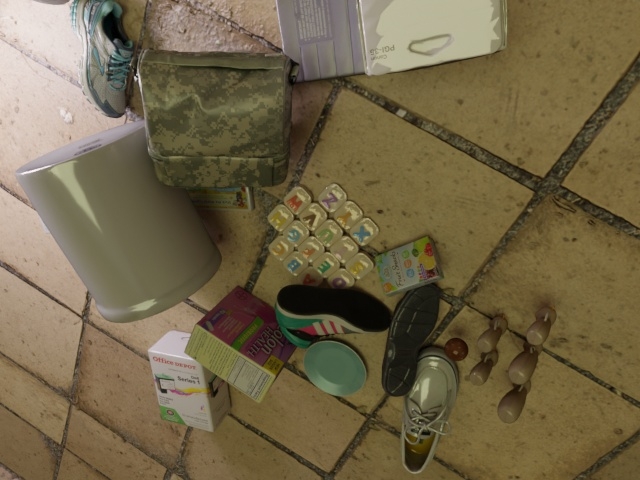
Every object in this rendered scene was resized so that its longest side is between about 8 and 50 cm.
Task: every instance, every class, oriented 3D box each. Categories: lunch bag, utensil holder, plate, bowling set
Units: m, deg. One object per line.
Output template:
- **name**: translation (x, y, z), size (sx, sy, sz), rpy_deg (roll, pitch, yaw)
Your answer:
- **lunch bag**: translation (-0.200, -0.259, 0.892), size (0.306, 0.212, 0.256), rpy_deg (1, 147, -5)
- **utensil holder**: translation (-0.466, -0.052, 1.052), size (0.328, 0.327, 0.385), rpy_deg (-6, 121, 23)
- **plate**: translation (0.041, 0.360, 1.242), size (0.189, 0.024, 0.187), rpy_deg (7, 113, 17)
- **bowling set**: translation (0.409, 0.246, 1.009), size (0.200, 0.154, 0.286), rpy_deg (25, 121, 31)

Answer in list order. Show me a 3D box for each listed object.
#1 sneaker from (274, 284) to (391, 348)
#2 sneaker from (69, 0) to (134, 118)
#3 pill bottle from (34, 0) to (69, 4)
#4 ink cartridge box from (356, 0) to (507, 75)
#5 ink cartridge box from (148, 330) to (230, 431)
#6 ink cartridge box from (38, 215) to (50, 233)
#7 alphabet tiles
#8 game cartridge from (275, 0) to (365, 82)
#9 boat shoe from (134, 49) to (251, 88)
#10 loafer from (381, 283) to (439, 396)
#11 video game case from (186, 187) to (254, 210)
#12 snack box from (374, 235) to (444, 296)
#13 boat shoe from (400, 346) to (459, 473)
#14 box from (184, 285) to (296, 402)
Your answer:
- **sneaker**: translation (0.017, 0.214, 1.137), size (0.296, 0.123, 0.178), rpy_deg (13, 143, -9)
- **sneaker**: translation (-0.523, -0.447, 1.076), size (0.122, 0.110, 0.282), rpy_deg (2, 112, 16)
- **pill bottle**: translation (-0.621, -0.714, 0.959), size (0.182, 0.181, 0.322), rpy_deg (35, 119, 4)
- **ink cartridge box**: translation (0.200, -0.358, 0.736), size (0.208, 0.283, 0.117), rpy_deg (-3, 110, 22)
- **ink cartridge box**: translation (-0.415, 0.448, 1.397), size (0.202, 0.117, 0.277), rpy_deg (5, 112, 19)
- **ink cartridge box**: translation (-0.800, -0.115, 1.336), size (0.128, 0.072, 0.174), rpy_deg (-1, 111, 22)
- **alphabet tiles**: translation (0.000, 0.000, 1.111), size (0.284, 0.021, 0.278), rpy_deg (47, 119, -3)
- **game cartridge**: translation (0.017, -0.512, 0.873), size (0.231, 0.068, 0.354), rpy_deg (2, 112, 24)
- **boat shoe**: translation (-0.295, -0.368, 1.017), size (0.303, 0.114, 0.091), rpy_deg (-3, 105, 22)
- **loafer**: translation (0.207, 0.234, 1.086), size (0.109, 0.095, 0.302), rpy_deg (12, 101, -11)
- **video game case**: translation (-0.289, -0.180, 1.144), size (0.227, 0.026, 0.206), rpy_deg (3, 112, 19)
- **snack box**: translation (0.205, 0.063, 1.020), size (0.141, 0.037, 0.100), rpy_deg (-23, 62, 28)
- **boat shoe**: translation (0.263, 0.458, 1.121), size (0.136, 0.156, 0.366), rpy_deg (15, 116, 14)
- **box**: translation (-0.197, 0.272, 1.187), size (0.243, 0.213, 0.117), rpy_deg (32, 119, 6)
